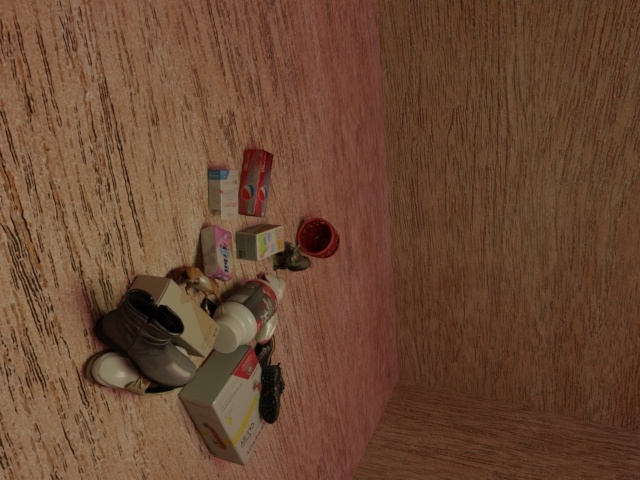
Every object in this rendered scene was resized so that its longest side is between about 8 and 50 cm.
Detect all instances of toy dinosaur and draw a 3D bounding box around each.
[{"bbox_3d":[-0.115,0.102,2.138,0.313,0.160,0.121,39,60,-58],"label":"toy dinosaur"}]

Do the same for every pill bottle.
[{"bbox_3d":[-0.294,0.285,1.754,0.318,0.176,0.176,-46,135,-62],"label":"pill bottle"}]

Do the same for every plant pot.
[{"bbox_3d":[0.000,0.000,2.325,0.174,0.191,0.191,40,59,-65],"label":"plant pot"}]

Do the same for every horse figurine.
[{"bbox_3d":[-0.418,0.160,1.597,0.263,0.066,0.174,39,25,-48],"label":"horse figurine"}]

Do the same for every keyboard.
[{"bbox_3d":[-0.405,0.300,1.744,0.180,0.023,0.108,60,43,-49],"label":"keyboard"}]

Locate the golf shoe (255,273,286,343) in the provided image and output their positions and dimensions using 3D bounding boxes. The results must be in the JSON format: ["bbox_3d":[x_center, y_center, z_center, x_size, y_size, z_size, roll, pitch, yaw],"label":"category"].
[{"bbox_3d":[-0.246,0.285,1.988,0.140,0.115,0.306,39,53,-47],"label":"golf shoe"}]

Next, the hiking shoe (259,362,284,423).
[{"bbox_3d":[-0.176,0.602,1.832,0.114,0.086,0.227,10,82,-63],"label":"hiking shoe"}]

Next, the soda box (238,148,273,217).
[{"bbox_3d":[-0.261,-0.229,1.857,0.083,0.092,0.263,12,84,-63],"label":"soda box"}]

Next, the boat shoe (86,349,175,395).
[{"bbox_3d":[-0.546,0.398,1.383,0.302,0.103,0.113,44,56,-58],"label":"boat shoe"}]

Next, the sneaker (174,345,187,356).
[{"bbox_3d":[-0.528,0.347,1.448,0.212,0.094,0.080,39,39,-32],"label":"sneaker"}]

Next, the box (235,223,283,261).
[{"bbox_3d":[-0.247,0.004,1.916,0.203,0.103,0.114,-24,116,-61],"label":"box"}]

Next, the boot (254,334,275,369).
[{"bbox_3d":[-0.267,0.485,2.006,0.137,0.077,0.198,0,94,-59],"label":"boot"}]

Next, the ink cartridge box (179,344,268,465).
[{"bbox_3d":[-0.336,0.622,1.784,0.279,0.160,0.385,-56,141,-46],"label":"ink cartridge box"}]

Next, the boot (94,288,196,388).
[{"bbox_3d":[-0.445,0.288,1.297,0.338,0.222,0.118,41,37,-26],"label":"boot"}]

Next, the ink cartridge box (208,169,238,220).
[{"bbox_3d":[-0.357,-0.169,1.709,0.104,0.061,0.181,-15,108,-62],"label":"ink cartridge box"}]

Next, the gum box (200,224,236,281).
[{"bbox_3d":[-0.365,0.051,1.662,0.107,0.062,0.188,31,45,-62],"label":"gum box"}]

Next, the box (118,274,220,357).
[{"bbox_3d":[-0.467,0.246,1.472,0.311,0.148,0.121,64,39,-48],"label":"box"}]
